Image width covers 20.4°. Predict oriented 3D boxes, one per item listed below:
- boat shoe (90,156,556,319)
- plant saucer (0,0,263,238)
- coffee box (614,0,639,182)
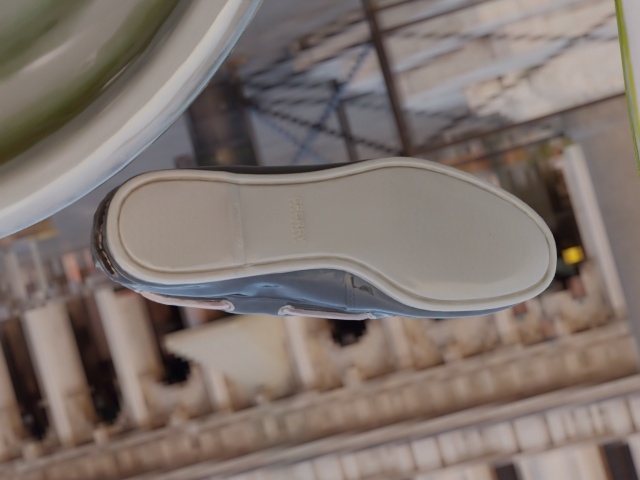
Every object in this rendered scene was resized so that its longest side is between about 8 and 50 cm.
[{"bbox_3d":[0.000,0.000,1.272,0.335,0.112,0.095,3,169,-18],"label":"boat shoe"},{"bbox_3d":[-0.174,-0.191,0.706,0.400,0.401,0.100,-16,179,18],"label":"plant saucer"},{"bbox_3d":[0.295,0.010,0.469,0.334,0.338,0.337,-2,-157,28],"label":"coffee box"}]
